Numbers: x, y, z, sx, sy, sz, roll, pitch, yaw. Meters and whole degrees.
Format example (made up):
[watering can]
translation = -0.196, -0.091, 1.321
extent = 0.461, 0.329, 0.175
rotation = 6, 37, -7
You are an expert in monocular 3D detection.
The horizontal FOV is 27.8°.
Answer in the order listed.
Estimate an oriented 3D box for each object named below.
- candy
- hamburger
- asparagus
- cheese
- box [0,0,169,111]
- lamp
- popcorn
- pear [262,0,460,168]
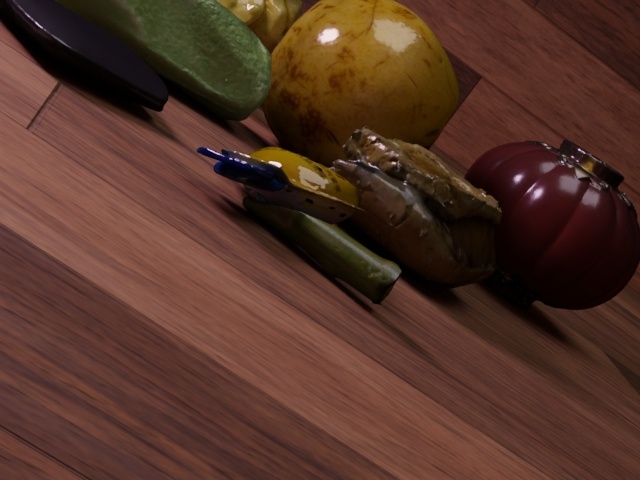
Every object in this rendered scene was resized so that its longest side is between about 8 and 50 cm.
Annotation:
[candy]
translation = -0.216, -0.277, 1.636
extent = 0.343, 0.132, 0.142
rotation = 32, -32, -33
[hamburger]
translation = 0.135, -0.031, 1.643
extent = 0.211, 0.132, 0.309
rotation = 41, 11, 21
[asparagus]
translation = 0.000, 0.000, 1.293
extent = 0.178, 0.045, 0.041
rotation = 35, 42, 13
[cheese]
translation = -0.042, -0.063, 1.337
extent = 0.157, 0.064, 0.250
rotation = 21, 2, 28
[box]
translation = -0.265, -0.215, 1.388
extent = 0.201, 0.042, 0.212
rotation = 25, 14, -49
[lamp]
translation = 0.356, -0.025, 2.017
extent = 0.303, 0.257, 0.303
rotation = 34, 10, -7
[popcorn]
translation = -0.155, -0.385, 1.951
extent = 0.286, 0.252, 0.215
rotation = 39, -3, 31
[pear]
translation = 0.053, -0.214, 1.826
extent = 0.281, 0.280, 0.281
rotation = 35, 10, -7
